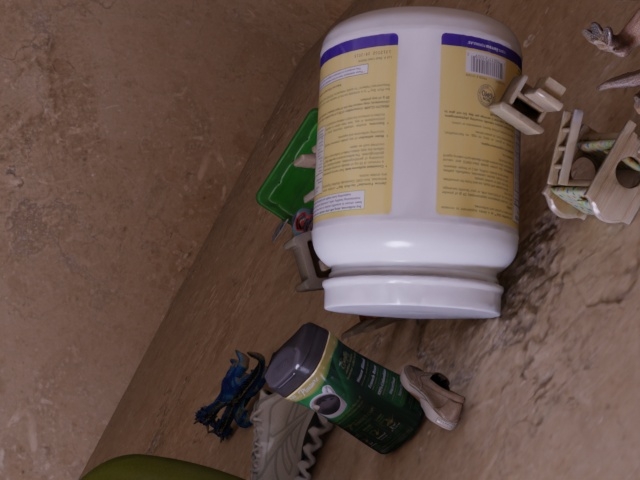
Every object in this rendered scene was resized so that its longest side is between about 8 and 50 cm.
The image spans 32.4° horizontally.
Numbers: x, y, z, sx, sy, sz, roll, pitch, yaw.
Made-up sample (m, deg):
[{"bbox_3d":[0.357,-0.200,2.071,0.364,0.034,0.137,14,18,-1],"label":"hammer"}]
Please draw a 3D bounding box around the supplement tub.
[{"bbox_3d":[0.112,-0.080,1.285,0.241,0.241,0.331,161,113,-70],"label":"supplement tub"}]

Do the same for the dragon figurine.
[{"bbox_3d":[-0.148,0.279,1.951,0.144,0.085,0.289,-65,10,-20],"label":"dragon figurine"}]

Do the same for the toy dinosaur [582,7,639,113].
[{"bbox_3d":[0.384,-0.237,1.091,0.200,0.127,0.295,-31,-25,-24],"label":"toy dinosaur"}]

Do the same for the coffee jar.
[{"bbox_3d":[0.029,0.175,1.317,0.096,0.184,0.079,-45,18,42],"label":"coffee jar"}]

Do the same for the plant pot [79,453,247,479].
[{"bbox_3d":[-0.141,0.392,1.350,0.293,0.275,0.275,-16,41,43],"label":"plant pot"}]

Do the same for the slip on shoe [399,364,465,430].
[{"bbox_3d":[0.129,0.169,1.259,0.041,0.051,0.135,-62,15,9],"label":"slip on shoe"}]

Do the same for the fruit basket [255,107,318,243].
[{"bbox_3d":[-0.001,-0.139,2.324,0.327,0.165,0.353,-57,-3,3],"label":"fruit basket"}]

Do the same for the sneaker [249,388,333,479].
[{"bbox_3d":[-0.057,0.282,1.553,0.292,0.118,0.110,-63,16,-15],"label":"sneaker"}]

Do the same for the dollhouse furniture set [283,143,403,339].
[{"bbox_3d":[0.056,-0.001,1.571,0.259,0.135,0.262,-29,75,65],"label":"dollhouse furniture set"}]

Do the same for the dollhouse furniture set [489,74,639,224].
[{"bbox_3d":[0.263,-0.091,1.120,0.101,0.161,0.182,-59,12,-3],"label":"dollhouse furniture set"}]

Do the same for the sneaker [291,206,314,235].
[{"bbox_3d":[0.000,0.000,1.960,0.104,0.125,0.262,-58,13,2],"label":"sneaker"}]
